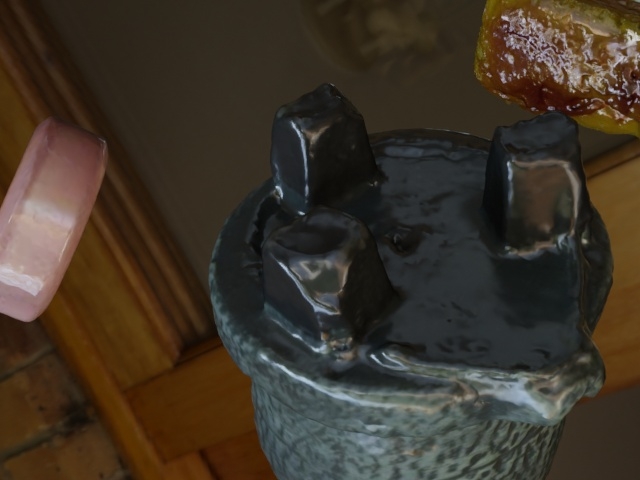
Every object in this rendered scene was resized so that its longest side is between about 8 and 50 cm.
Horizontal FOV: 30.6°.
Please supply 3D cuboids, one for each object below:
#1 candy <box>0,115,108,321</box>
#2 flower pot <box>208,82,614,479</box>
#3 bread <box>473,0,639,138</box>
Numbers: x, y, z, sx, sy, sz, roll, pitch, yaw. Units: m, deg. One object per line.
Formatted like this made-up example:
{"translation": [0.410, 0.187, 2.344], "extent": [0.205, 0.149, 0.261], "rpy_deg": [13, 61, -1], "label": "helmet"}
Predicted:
{"translation": [-0.337, -0.020, 1.390], "extent": [0.094, 0.255, 0.255], "rpy_deg": [23, -129, -15], "label": "candy"}
{"translation": [0.078, 0.054, 0.840], "extent": [0.299, 0.299, 0.283], "rpy_deg": [-62, -26, -45], "label": "flower pot"}
{"translation": [0.376, -0.202, 1.446], "extent": [0.380, 0.185, 0.109], "rpy_deg": [23, -137, 20], "label": "bread"}
